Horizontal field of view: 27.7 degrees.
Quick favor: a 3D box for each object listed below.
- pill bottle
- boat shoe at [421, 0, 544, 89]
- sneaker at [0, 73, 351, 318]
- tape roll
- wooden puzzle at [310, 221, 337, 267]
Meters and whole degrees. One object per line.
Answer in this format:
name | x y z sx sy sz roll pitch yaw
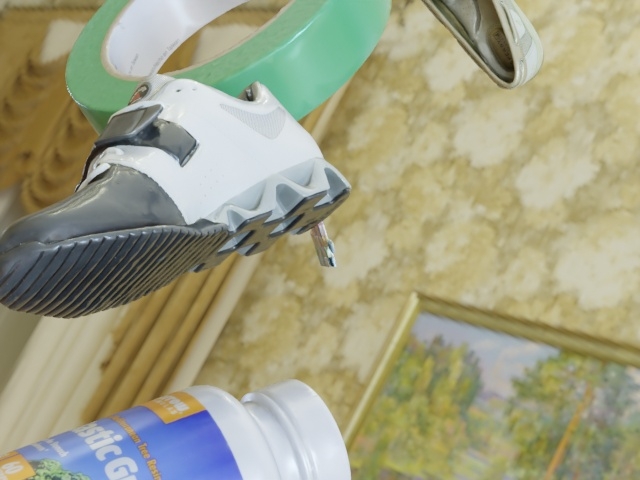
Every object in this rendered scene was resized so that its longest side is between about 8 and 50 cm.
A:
pill bottle | -0.120 0.195 0.952 0.152 0.272 0.152 38 -43 46
boat shoe | 0.097 -0.171 0.891 0.153 0.056 0.048 58 27 -1
sneaker | -0.127 -0.044 0.944 0.122 0.330 0.146 -38 -101 36
tape roll | -0.092 -0.206 1.260 0.321 0.321 0.077 13 -34 45
wooden puzzle | 0.000 0.000 1.166 0.083 0.006 0.049 -176 -112 -79
